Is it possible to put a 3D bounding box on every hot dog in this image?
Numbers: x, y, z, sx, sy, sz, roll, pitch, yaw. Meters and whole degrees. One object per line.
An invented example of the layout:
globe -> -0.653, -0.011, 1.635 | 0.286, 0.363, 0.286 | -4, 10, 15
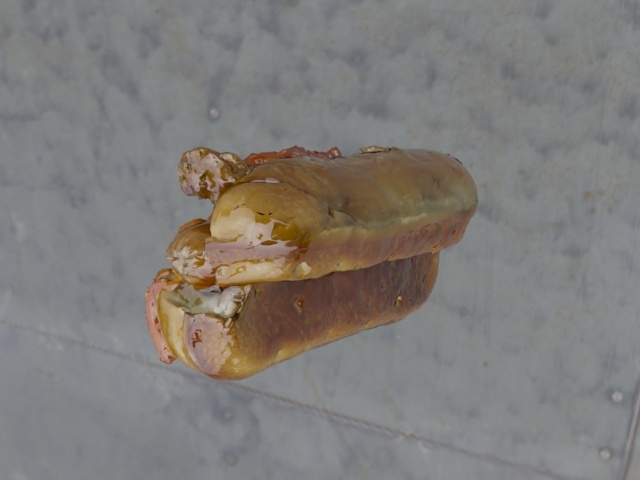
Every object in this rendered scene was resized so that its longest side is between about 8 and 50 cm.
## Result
hot dog -> 0.000, 0.000, 0.685 | 0.117, 0.349, 0.158 | 37, 113, 22
